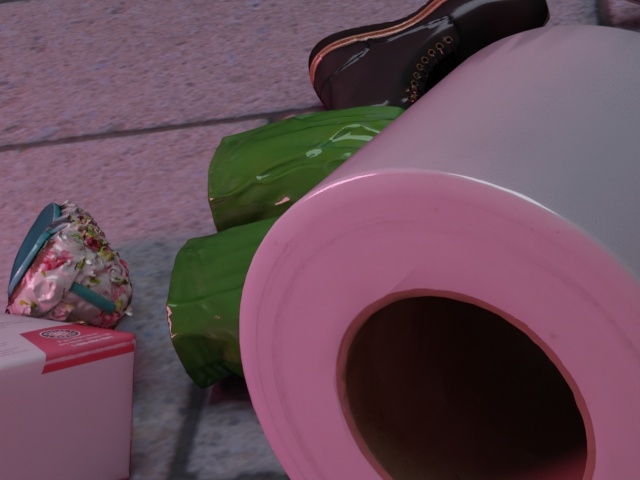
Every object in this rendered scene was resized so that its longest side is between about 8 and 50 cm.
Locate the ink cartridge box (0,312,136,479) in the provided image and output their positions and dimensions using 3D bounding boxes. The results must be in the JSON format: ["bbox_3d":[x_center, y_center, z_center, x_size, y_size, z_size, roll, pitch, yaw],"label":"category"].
[{"bbox_3d":[-0.236,0.091,1.036,0.218,0.092,0.158,9,10,32],"label":"ink cartridge box"}]

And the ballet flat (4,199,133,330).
[{"bbox_3d":[-0.161,0.028,1.194,0.077,0.091,0.241,31,3,-10],"label":"ballet flat"}]

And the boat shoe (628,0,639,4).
[{"bbox_3d":[0.392,-0.240,1.458,0.340,0.127,0.158,-9,18,4],"label":"boat shoe"}]

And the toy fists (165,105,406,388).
[{"bbox_3d":[0.000,0.000,1.178,0.142,0.096,0.279,-15,26,16],"label":"toy fists"}]

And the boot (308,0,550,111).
[{"bbox_3d":[0.093,-0.129,1.437,0.198,0.077,0.137,-22,30,7],"label":"boot"}]

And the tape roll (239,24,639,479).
[{"bbox_3d":[0.106,0.040,0.879,0.246,0.246,0.169,7,30,33],"label":"tape roll"}]
